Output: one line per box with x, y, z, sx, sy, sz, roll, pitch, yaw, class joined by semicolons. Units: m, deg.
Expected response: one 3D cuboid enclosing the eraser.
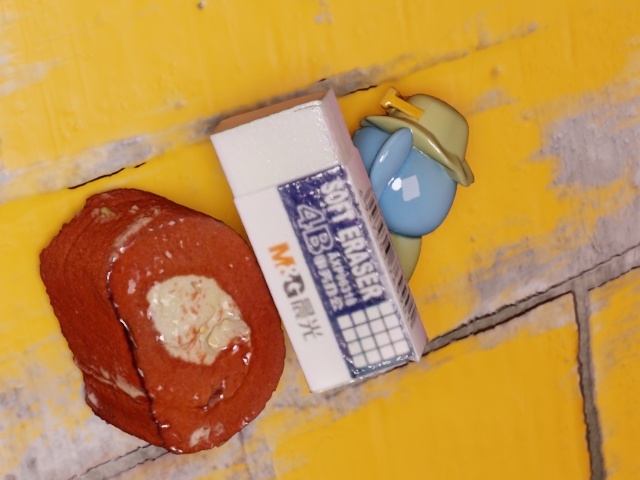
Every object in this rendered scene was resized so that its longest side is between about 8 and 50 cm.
0.000;0.000;1.672;0.130;0.086;0.287;-16;105;14;eraser

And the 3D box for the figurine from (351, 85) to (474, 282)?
0.062;-0.038;1.778;0.262;0.154;0.180;-56;135;-8;figurine

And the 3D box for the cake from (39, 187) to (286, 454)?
-0.154;0.078;1.694;0.177;0.151;0.283;-34;120;-30;cake
